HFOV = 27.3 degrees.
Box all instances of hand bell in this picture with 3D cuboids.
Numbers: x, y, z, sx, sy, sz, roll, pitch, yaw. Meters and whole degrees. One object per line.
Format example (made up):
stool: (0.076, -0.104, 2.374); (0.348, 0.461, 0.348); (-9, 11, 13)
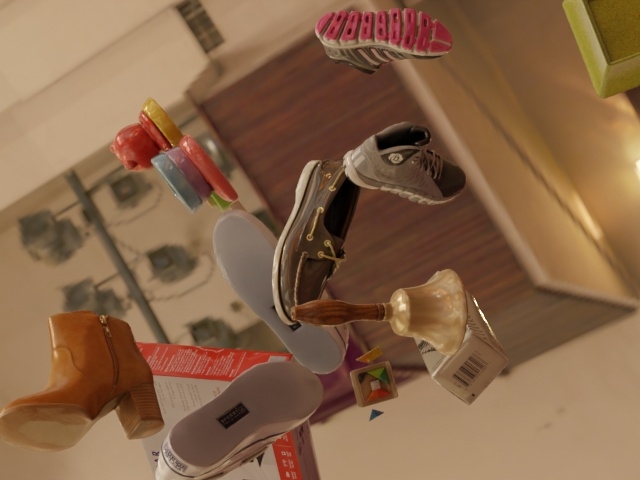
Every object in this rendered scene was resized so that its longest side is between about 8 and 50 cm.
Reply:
hand bell: (0.073, 0.102, 1.868); (0.242, 0.126, 0.126); (1, -126, -20)

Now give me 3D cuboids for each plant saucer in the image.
plant saucer: (0.491, -0.339, 2.050); (0.045, 0.188, 0.188); (44, -152, -65)

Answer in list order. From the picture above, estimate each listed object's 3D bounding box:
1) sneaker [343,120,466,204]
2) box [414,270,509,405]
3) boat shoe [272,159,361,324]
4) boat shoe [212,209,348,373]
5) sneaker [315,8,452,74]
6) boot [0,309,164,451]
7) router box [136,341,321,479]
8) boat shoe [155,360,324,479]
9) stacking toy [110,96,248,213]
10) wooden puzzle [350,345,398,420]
sneaker: (0.161, -0.128, 2.098); (0.228, 0.132, 0.086); (5, -122, -30)
box: (0.232, 0.166, 2.304); (0.094, 0.113, 0.275); (37, -169, -19)
boat shoe: (-0.002, -0.002, 2.207); (0.109, 0.091, 0.305); (47, -130, -49)
boat shoe: (-0.060, 0.074, 2.528); (0.367, 0.135, 0.156); (51, -153, -11)
sneaker: (0.080, -0.246, 1.652); (0.075, 0.170, 0.063); (81, -166, -62)
boot: (-0.378, 0.198, 1.950); (0.295, 0.104, 0.211); (7, -137, -45)
router box: (-0.170, 0.338, 2.333); (0.082, 0.301, 0.336); (-66, -28, -48)
boat shoe: (-0.102, 0.225, 1.604); (0.258, 0.084, 0.095); (-20, -117, -44)
stacking toy: (-0.271, -0.107, 2.583); (0.309, 0.130, 0.279); (43, 170, 52)
wooden puzzle: (0.093, 0.250, 2.293); (0.014, 0.078, 0.116); (-160, 49, -84)
